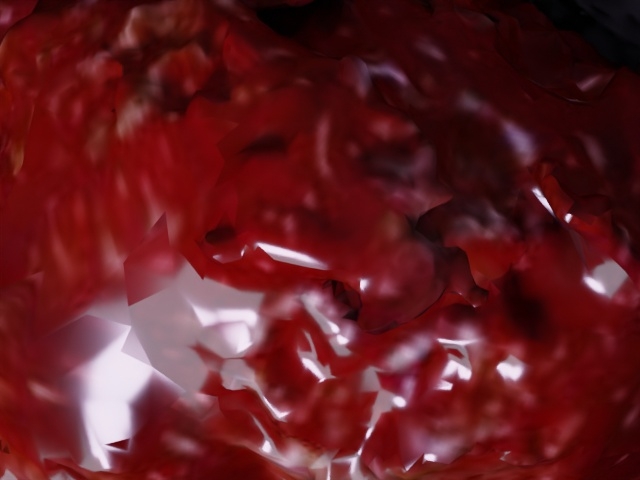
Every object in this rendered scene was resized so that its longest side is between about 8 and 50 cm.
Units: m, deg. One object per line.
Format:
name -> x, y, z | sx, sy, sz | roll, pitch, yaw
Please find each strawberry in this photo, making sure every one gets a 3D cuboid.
strawberry -> 0.000, 0.000, 0.548 | 0.274, 0.220, 0.274 | -6, 157, -2
